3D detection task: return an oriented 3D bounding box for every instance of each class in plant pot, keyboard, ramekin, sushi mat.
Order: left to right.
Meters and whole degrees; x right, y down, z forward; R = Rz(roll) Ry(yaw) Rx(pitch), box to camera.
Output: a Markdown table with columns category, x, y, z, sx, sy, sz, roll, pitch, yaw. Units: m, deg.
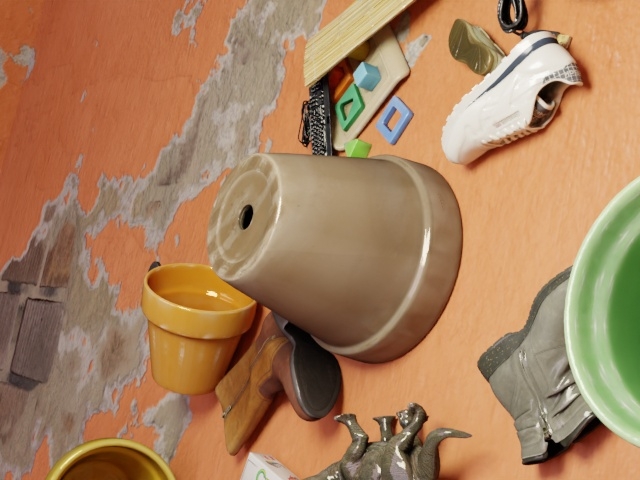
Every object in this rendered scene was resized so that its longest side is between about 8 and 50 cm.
| category | x | y | z | sx | sy | sz | roll | pitch | yaw |
| --- | --- | --- | --- | --- | --- | --- | --- | --- | --- |
| plant pot | -0.408 | 0.493 | 1.928 | 0.239 | 0.254 | 0.254 | 162 | 120 | -67 |
| plant pot | -0.228 | 0.167 | 1.864 | 0.205 | 0.205 | 0.188 | 42 | 126 | 53 |
| keyboard | -0.014 | -0.199 | 1.807 | 0.100 | 0.038 | 0.192 | 155 | 114 | -66 |
| plant pot | 0.000 | 0.000 | 1.525 | 0.323 | 0.280 | 0.323 | -26 | 56 | 46 |
| sushi mat | 0.087 | -0.384 | 1.732 | 0.316 | 0.019 | 0.151 | -35 | 34 | 30 |
| ramekin | 0.408 | 0.074 | 1.031 | 0.303 | 0.148 | 0.304 | -27 | 55 | 46 |

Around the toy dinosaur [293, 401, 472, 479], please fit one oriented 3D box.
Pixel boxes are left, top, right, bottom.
| category | x | y | z | sx | sy | sz | roll | pitch | yaw |
| --- | --- | --- | --- | --- | --- | --- | --- | --- | --- |
| toy dinosaur | 0.099 | 0.312 | 1.416 | 0.313 | 0.121 | 0.160 | -16 | 69 | 37 |

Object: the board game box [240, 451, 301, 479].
| category | x | y | z | sx | sy | sz | roll | pitch | yaw |
| --- | --- | --- | --- | --- | --- | --- | --- | --- | --- |
| board game box | -0.050 | 0.475 | 1.581 | 0.305 | 0.053 | 0.193 | 23 | 95 | 56 |

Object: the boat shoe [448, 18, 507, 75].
| category | x | y | z | sx | sy | sz | roll | pitch | yaw |
| --- | --- | --- | --- | --- | --- | --- | --- | --- | --- |
| boat shoe | 0.235 | -0.284 | 1.536 | 0.153 | 0.048 | 0.056 | -121 | 44 | -56 |

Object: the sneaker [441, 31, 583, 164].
| category | x | y | z | sx | sy | sz | roll | pitch | yaw |
| --- | --- | --- | --- | --- | --- | --- | --- | --- | --- |
| sneaker | 0.257 | -0.175 | 1.419 | 0.235 | 0.090 | 0.095 | -50 | 60 | 37 |

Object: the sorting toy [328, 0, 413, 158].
| category | x | y | z | sx | sy | sz | roll | pitch | yaw |
| --- | --- | --- | --- | --- | --- | --- | --- | --- | --- |
| sorting toy | 0.057 | -0.280 | 1.773 | 0.196 | 0.047 | 0.348 | -48 | 41 | 32 |

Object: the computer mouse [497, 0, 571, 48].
| category | x | y | z | sx | sy | sz | roll | pitch | yaw |
| --- | --- | --- | --- | --- | --- | --- | --- | --- | --- |
| computer mouse | 0.333 | -0.341 | 1.363 | 0.262 | 0.060 | 0.184 | 12 | 114 | 39 |

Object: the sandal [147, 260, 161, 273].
| category | x | y | z | sx | sy | sz | roll | pitch | yaw |
| --- | --- | --- | --- | --- | --- | --- | --- | --- | --- |
| sandal | -0.318 | 0.126 | 2.136 | 0.067 | 0.040 | 0.179 | -46 | 56 | 41 |

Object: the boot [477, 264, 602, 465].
| category | x | y | z | sx | sy | sz | roll | pitch | yaw |
| --- | --- | --- | --- | --- | --- | --- | --- | --- | --- |
| boot | 0.300 | 0.148 | 1.229 | 0.246 | 0.083 | 0.161 | -55 | 45 | 33 |

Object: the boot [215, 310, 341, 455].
| category | x | y | z | sx | sy | sz | roll | pitch | yaw |
| --- | --- | --- | --- | --- | --- | --- | --- | --- | --- |
| boot | -0.092 | 0.258 | 1.701 | 0.280 | 0.096 | 0.264 | -52 | 39 | 28 |
